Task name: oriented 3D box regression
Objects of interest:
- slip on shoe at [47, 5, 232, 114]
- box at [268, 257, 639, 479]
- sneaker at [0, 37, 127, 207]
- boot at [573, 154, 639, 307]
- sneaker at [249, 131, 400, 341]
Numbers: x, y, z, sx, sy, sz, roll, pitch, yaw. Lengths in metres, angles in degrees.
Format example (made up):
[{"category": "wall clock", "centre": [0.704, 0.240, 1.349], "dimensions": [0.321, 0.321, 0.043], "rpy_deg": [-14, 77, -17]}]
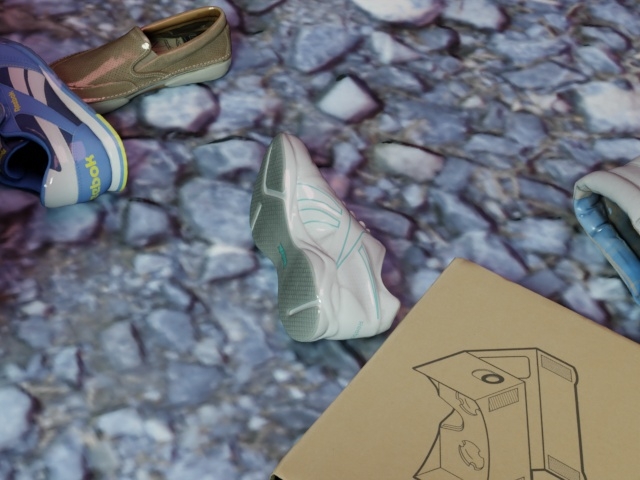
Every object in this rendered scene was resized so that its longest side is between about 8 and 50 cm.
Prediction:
[{"category": "slip on shoe", "centre": [-0.117, -0.114, 1.039], "dimensions": [0.135, 0.041, 0.051], "rpy_deg": [-14, 49, -23]}, {"category": "box", "centre": [0.093, 0.103, 0.867], "dimensions": [0.164, 0.021, 0.201], "rpy_deg": [28, 47, 18]}, {"category": "sneaker", "centre": [-0.177, -0.070, 0.976], "dimensions": [0.059, 0.053, 0.144], "rpy_deg": [-32, 56, -32]}, {"category": "boot", "centre": [0.248, 0.034, 0.928], "dimensions": [0.123, 0.095, 0.258], "rpy_deg": [-19, 42, -19]}, {"category": "sneaker", "centre": [0.000, 0.000, 0.942], "dimensions": [0.061, 0.054, 0.152], "rpy_deg": [6, 44, -26]}]
